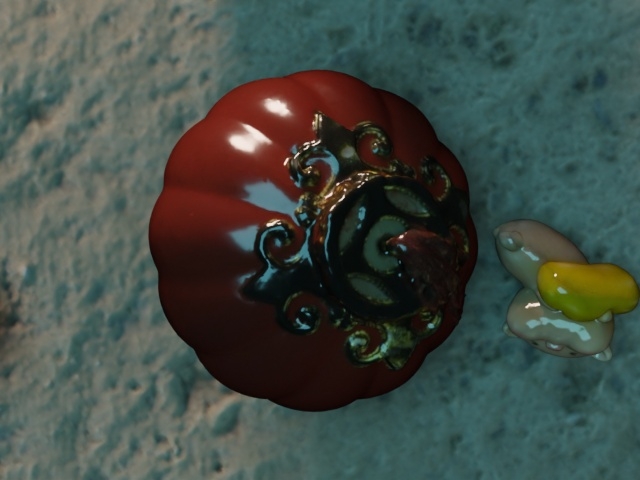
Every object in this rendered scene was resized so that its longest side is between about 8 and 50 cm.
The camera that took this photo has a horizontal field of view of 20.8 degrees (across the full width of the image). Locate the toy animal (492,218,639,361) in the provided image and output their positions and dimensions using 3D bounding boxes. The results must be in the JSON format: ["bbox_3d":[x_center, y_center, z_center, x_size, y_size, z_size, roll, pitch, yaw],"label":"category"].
[{"bbox_3d":[0.153,0.041,1.182,0.114,0.091,0.082,31,112,8],"label":"toy animal"}]

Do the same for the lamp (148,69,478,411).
[{"bbox_3d":[0.000,0.000,1.146,0.227,0.227,0.227,0,91,12],"label":"lamp"}]
